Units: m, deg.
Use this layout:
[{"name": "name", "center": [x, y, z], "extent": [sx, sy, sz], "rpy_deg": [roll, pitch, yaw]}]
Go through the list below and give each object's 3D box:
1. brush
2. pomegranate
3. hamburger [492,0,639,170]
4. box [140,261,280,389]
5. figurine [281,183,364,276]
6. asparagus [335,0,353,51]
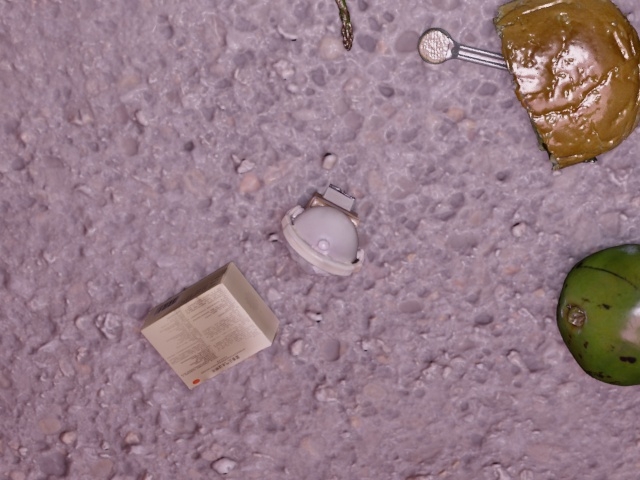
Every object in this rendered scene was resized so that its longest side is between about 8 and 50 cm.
[{"name": "brush", "center": [0.295, -0.304, 1.665], "extent": [0.266, 0.027, 0.062], "rpy_deg": [13, 109, 2]}, {"name": "pomegranate", "center": [0.550, 0.129, 1.721], "extent": [0.270, 0.254, 0.254], "rpy_deg": [4, 118, -15]}, {"name": "hamburger", "center": [0.419, -0.267, 1.595], "extent": [0.211, 0.132, 0.309], "rpy_deg": [-22, 105, 12]}, {"name": "box", "center": [-0.214, 0.169, 1.932], "extent": [0.212, 0.095, 0.168], "rpy_deg": [-30, 106, 21]}, {"name": "figurine", "center": [0.002, -0.003, 1.745], "extent": [0.162, 0.237, 0.141], "rpy_deg": [30, 109, -9]}, {"name": "asparagus", "center": [0.020, -0.437, 1.647], "extent": [0.025, 0.024, 0.248], "rpy_deg": [13, 128, 52]}]
